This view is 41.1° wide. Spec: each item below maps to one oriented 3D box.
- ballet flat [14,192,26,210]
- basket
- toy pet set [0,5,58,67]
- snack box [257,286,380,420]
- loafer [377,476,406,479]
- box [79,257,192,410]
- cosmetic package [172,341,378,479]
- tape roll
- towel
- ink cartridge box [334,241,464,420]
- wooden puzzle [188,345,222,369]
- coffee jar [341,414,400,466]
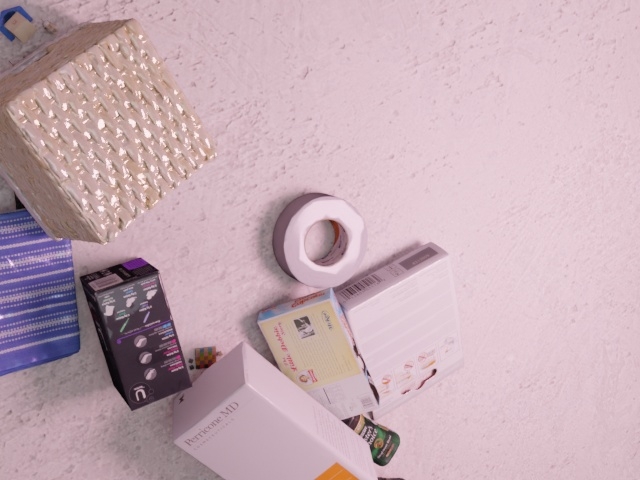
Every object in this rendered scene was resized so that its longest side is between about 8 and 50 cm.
[{"bbox_3d":[-0.597,-0.050,1.736,0.057,0.049,0.173,-9,111,-52],"label":"ballet flat"},{"bbox_3d":[-0.431,-0.210,1.615,0.328,0.266,0.331,-43,118,-26],"label":"basket"},{"bbox_3d":[-0.580,-0.394,1.673,0.122,0.065,0.114,-49,151,-6],"label":"toy pet set"},{"bbox_3d":[-0.001,0.284,2.023,0.187,0.060,0.322,-19,111,11],"label":"snack box"},{"bbox_3d":[0.125,0.642,2.160,0.267,0.096,0.084,-8,110,-36],"label":"loafer"},{"bbox_3d":[-0.390,0.193,1.805,0.143,0.165,0.271,-20,107,-22],"label":"box"},{"bbox_3d":[-0.099,0.465,1.959,0.230,0.161,0.453,-41,116,14],"label":"cosmetic package"},{"bbox_3d":[0.000,0.000,2.008,0.219,0.072,0.219,-6,103,-25],"label":"tape roll"},{"bbox_3d":[-0.607,0.105,1.716,0.243,0.040,0.336,-13,112,-35],"label":"towel"},{"bbox_3d":[0.207,0.233,2.167,0.308,0.091,0.385,-28,127,-19],"label":"ink cartridge box"},{"bbox_3d":[-0.265,0.270,1.969,0.083,0.006,0.049,-4,102,-25],"label":"wooden puzzle"},{"bbox_3d":[0.108,0.490,2.150,0.184,0.079,0.096,34,84,-26],"label":"coffee jar"}]
